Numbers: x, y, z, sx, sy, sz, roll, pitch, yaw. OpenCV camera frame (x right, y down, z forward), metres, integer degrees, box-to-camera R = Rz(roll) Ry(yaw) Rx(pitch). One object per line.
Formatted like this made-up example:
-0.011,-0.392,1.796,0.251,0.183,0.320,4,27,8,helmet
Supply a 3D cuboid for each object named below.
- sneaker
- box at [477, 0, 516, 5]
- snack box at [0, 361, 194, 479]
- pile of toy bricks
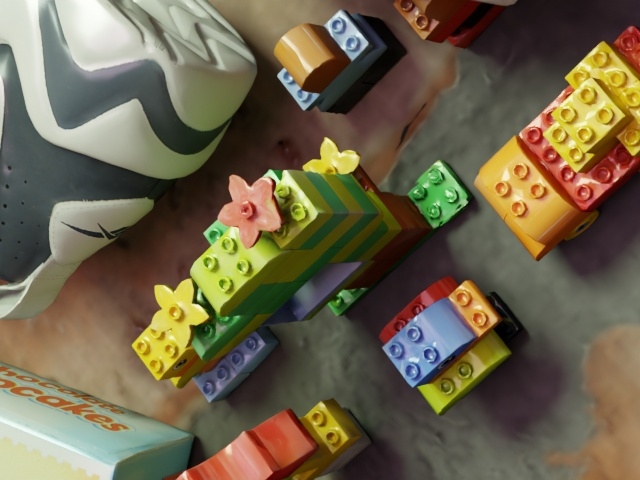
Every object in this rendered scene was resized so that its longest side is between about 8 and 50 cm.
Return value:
-0.139,-0.069,0.533,0.235,0.094,0.153,44,111,20,sneaker
0.012,-0.168,0.421,0.130,0.091,0.170,14,77,27,box
-0.171,0.198,0.574,0.187,0.060,0.322,17,99,23,snack box
0.000,0.000,0.453,0.212,0.105,0.118,-46,71,21,pile of toy bricks
